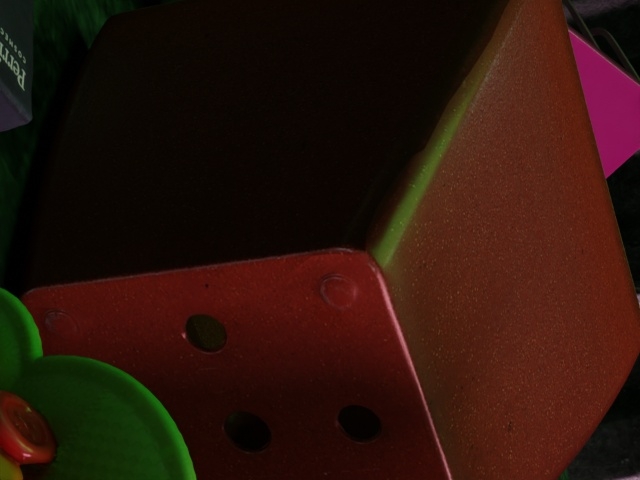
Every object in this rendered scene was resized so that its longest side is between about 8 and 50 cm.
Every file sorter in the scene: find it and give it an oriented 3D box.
[{"bbox_3d":[0.143,-0.168,1.389,0.291,0.202,0.182,30,27,-34],"label":"file sorter"}]

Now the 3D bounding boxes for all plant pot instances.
[{"bbox_3d":[-0.001,0.029,0.758,0.236,0.267,0.267,-62,138,-53],"label":"plant pot"}]

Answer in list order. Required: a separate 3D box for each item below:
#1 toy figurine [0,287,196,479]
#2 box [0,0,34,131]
[{"bbox_3d":[-0.140,0.063,0.445,0.173,0.130,0.159,59,12,30],"label":"toy figurine"},{"bbox_3d":[-0.172,-0.133,0.506,0.156,0.093,0.158,57,25,-57],"label":"box"}]
